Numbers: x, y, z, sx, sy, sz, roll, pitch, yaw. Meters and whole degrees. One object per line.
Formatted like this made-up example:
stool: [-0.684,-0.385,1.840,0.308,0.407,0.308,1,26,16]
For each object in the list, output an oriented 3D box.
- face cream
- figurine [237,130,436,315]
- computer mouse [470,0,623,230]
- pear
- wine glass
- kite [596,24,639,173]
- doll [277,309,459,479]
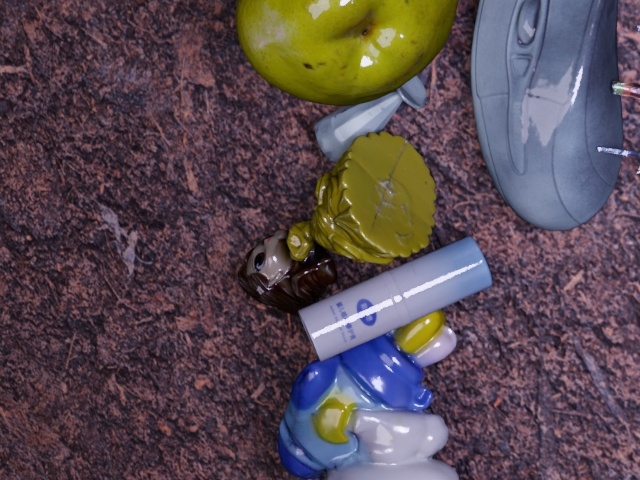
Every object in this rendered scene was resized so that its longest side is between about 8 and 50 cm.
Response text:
face cream: [0.098,0.076,2.017,0.250,0.077,0.077,-24,86,-5]
figurine: [-0.003,-0.002,2.112,0.315,0.168,0.187,-32,52,43]
computer mouse: [0.273,-0.191,1.892,0.188,0.122,0.371,6,102,35]
pear: [0.031,-0.305,1.940,0.294,0.294,0.294,10,107,34]
wine glass: [0.069,-0.170,2.076,0.155,0.073,0.073,-33,81,33]
kite: [0.422,-0.161,1.820,0.160,0.010,0.183,19,93,13]
doll: [0.075,0.270,2.108,0.376,0.187,0.366,-14,87,-6]
